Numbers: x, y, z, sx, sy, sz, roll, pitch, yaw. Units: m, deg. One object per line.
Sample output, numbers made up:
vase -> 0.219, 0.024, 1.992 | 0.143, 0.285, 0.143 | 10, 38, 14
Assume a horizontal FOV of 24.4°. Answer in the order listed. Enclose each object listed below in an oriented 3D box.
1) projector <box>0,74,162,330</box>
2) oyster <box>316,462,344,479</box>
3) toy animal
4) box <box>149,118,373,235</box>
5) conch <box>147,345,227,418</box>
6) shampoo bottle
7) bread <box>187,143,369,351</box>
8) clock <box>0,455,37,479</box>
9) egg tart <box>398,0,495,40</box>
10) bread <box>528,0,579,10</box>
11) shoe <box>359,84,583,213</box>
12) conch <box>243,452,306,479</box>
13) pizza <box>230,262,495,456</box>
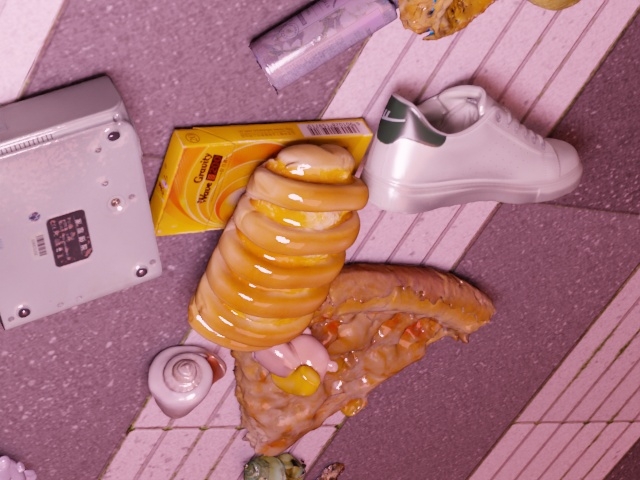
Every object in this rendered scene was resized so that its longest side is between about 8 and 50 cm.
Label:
projector -> -0.295, -0.039, 1.661 | 0.198, 0.108, 0.250 | -19, 129, -17
oyster -> 0.010, 0.408, 2.495 | 0.054, 0.019, 0.083 | 13, 125, -44
toy animal -> -0.035, 0.159, 2.021 | 0.082, 0.114, 0.091 | -50, 174, -25
box -> -0.076, -0.081, 1.852 | 0.269, 0.043, 0.152 | -5, 136, -31
conch -> -0.186, 0.207, 2.069 | 0.176, 0.094, 0.104 | 83, 29, -55
shampoo bottle -> 0.023, -0.254, 1.701 | 0.214, 0.072, 0.072 | -31, 143, 3
bread -> -0.047, 0.017, 1.851 | 0.173, 0.121, 0.311 | -3, 135, -35
clock -> -0.476, 0.325, 2.009 | 0.117, 0.080, 0.176 | -38, 144, 10
egg tart -> 0.171, -0.346, 1.614 | 0.291, 0.107, 0.291 | -45, 169, -12
bread -> 0.304, -0.343, 1.805 | 0.149, 0.065, 0.188 | -39, 145, 18
shoe -> 0.212, -0.136, 1.940 | 0.363, 0.132, 0.160 | -7, 121, -36
conch -> -0.071, 0.386, 2.370 | 0.095, 0.079, 0.201 | -54, 157, 9
pizza -> 0.018, 0.145, 2.151 | 0.435, 0.080, 0.392 | -37, 143, 5
